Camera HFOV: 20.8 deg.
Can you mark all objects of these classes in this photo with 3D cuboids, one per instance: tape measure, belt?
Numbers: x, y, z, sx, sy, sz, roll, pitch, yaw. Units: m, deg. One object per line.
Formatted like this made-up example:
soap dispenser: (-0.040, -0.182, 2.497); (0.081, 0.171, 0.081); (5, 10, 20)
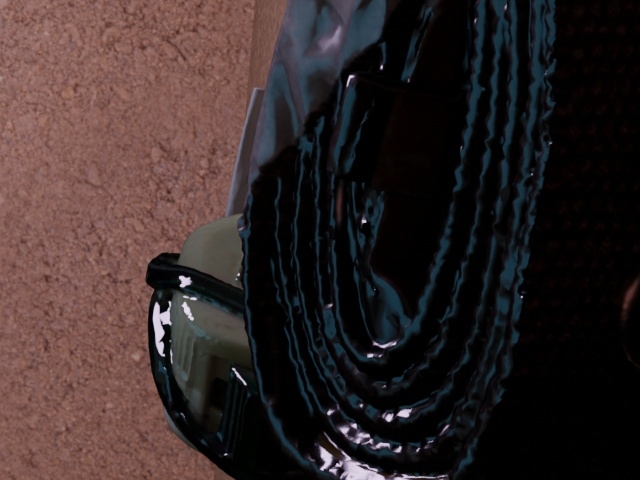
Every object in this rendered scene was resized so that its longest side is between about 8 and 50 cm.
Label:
tape measure: (-0.002, 0.064, 1.014); (0.235, 0.207, 0.115); (-94, 14, -64)
belt: (0.080, -0.045, 0.628); (0.184, 0.164, 0.289); (28, 114, 53)

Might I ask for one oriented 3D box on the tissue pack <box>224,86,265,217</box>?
tissue pack: (0.000, 0.000, 1.253); (0.159, 0.145, 0.229); (-106, 23, -73)
